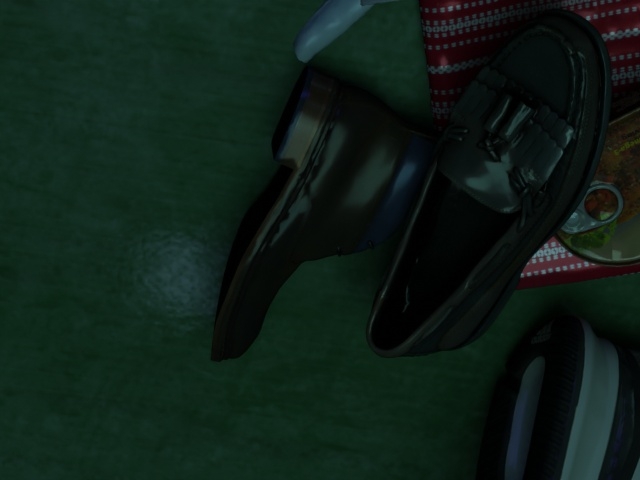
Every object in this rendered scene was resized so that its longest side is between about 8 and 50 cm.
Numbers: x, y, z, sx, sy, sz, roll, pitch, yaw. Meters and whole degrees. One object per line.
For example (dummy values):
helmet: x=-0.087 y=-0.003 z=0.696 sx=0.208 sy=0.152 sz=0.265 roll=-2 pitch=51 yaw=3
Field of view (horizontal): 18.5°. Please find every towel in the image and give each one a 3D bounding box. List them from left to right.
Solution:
towel: x=0.173 y=-0.093 z=1.318 sx=0.198 sy=0.031 sz=0.275 roll=-8 pitch=116 yaw=2

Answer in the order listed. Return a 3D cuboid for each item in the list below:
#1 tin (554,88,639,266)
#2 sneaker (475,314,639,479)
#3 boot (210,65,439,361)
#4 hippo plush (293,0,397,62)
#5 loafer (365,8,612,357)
tin: x=0.236 y=-0.054 z=1.302 sx=0.189 sy=0.040 sz=0.106 roll=-27 pitch=110 yaw=12
sneaker: x=0.216 y=0.298 z=1.349 sx=0.257 sy=0.169 sz=0.448 roll=20 pitch=77 yaw=-16
boot: x=0.000 y=0.000 z=1.328 sx=0.106 sy=0.082 sz=0.219 roll=19 pitch=112 yaw=-8
hippo plush: x=0.148 y=-0.245 z=1.118 sx=0.236 sy=0.234 sz=0.294 roll=12 pitch=75 yaw=-20
loafer: x=0.106 y=-0.024 z=1.273 sx=0.096 sy=0.084 sz=0.267 roll=39 pitch=127 yaw=24
